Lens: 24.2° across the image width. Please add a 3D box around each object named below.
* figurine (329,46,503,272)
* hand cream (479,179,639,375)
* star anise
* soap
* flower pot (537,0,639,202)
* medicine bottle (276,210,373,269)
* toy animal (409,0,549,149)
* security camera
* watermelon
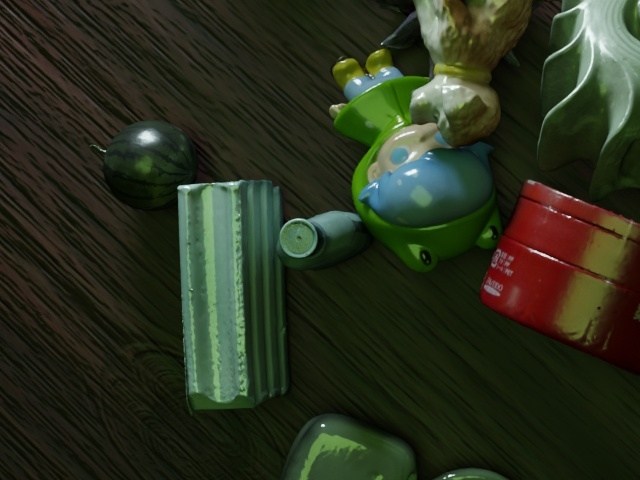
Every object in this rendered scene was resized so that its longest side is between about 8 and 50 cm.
[{"bbox_3d":[0.100,-0.092,1.644,0.162,0.143,0.263,-17,67,-20],"label":"figurine"},{"bbox_3d":[0.288,0.041,1.561,0.230,0.230,0.149,26,96,11],"label":"hand cream"},{"bbox_3d":[0.150,-0.259,1.665,0.204,0.061,0.181,-17,75,7],"label":"star anise"},{"bbox_3d":[-0.101,0.064,1.681,0.094,0.150,0.261,-1,90,17],"label":"soap"},{"bbox_3d":[0.413,-0.153,1.531,0.367,0.164,0.254,11,61,9],"label":"flower pot"},{"bbox_3d":[0.000,0.000,1.627,0.090,0.208,0.054,-23,84,11],"label":"medicine bottle"},{"bbox_3d":[0.184,-0.189,1.574,0.184,0.104,0.185,1,78,-17],"label":"toy animal"},{"bbox_3d":[0.101,0.303,1.680,0.301,0.080,0.157,22,93,1],"label":"security camera"},{"bbox_3d":[-0.208,-0.090,1.723,0.133,0.105,0.105,14,94,11],"label":"watermelon"}]
